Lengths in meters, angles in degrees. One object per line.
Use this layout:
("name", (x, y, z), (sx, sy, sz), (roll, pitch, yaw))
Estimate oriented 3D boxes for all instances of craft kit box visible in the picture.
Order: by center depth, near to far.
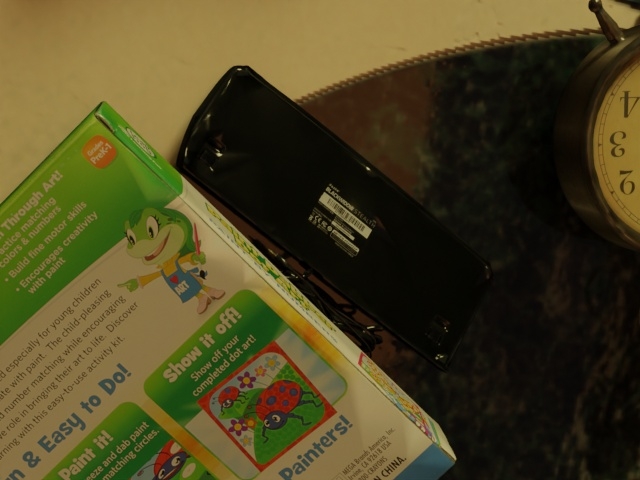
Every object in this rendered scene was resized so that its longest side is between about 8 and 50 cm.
("craft kit box", (-0.107, 0.105, 0.600), (0.250, 0.061, 0.246), (-43, 106, 6))

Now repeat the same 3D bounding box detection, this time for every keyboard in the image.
("keyboard", (0.000, 0.000, 0.652), (0.192, 0.038, 0.100), (38, 64, -13))

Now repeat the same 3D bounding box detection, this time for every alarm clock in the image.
("alarm clock", (0.193, -0.036, 0.667), (0.129, 0.064, 0.192), (-2, 94, -13))
